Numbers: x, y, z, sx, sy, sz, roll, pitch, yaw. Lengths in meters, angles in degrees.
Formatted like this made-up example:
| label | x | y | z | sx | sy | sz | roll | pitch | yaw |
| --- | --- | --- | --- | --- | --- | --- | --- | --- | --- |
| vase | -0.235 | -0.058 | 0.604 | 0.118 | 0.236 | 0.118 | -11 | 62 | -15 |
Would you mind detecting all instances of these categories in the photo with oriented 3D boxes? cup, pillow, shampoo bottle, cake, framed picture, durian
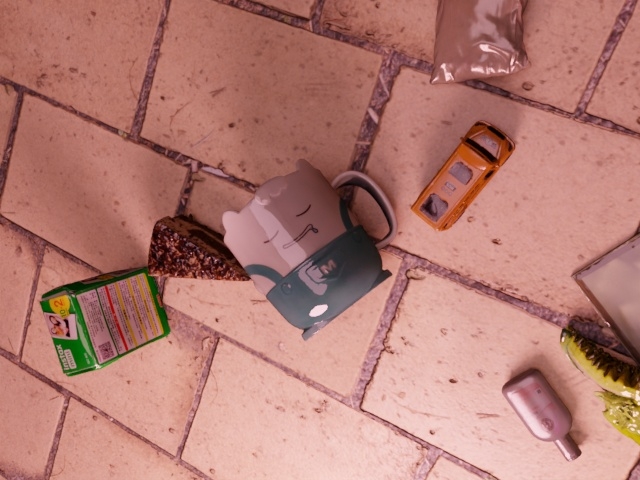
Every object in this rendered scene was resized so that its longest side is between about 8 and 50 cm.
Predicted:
| label | x | y | z | sx | sy | sz | roll | pitch | yaw |
| --- | --- | --- | --- | --- | --- | --- | --- | --- | --- |
| cup | 0.000 | 0.000 | 1.128 | 0.290 | 0.219 | 0.257 | -36 | 84 | -10 |
| pillow | 0.274 | -0.392 | 1.021 | 0.173 | 0.067 | 0.270 | 8 | 101 | 26 |
| shampoo bottle | 0.396 | 0.310 | 1.095 | 0.080 | 0.040 | 0.165 | -37 | 83 | 21 |
| cake | -0.232 | 0.058 | 1.273 | 0.246 | 0.112 | 0.135 | 30 | 111 | 11 |
| framed picture | 0.552 | 0.104 | 1.017 | 0.173 | 0.010 | 0.231 | -37 | 84 | 22 |
| durian | 0.538 | 0.273 | 0.993 | 0.375 | 0.107 | 0.132 | 38 | 127 | 18 |

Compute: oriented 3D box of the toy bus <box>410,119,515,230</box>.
| label | x | y | z | sx | sy | sz | roll | pitch | yaw |
| --- | --- | --- | --- | --- | --- | --- | --- | --- | --- |
| toy bus | 0.242 | -0.109 | 1.065 | 0.083 | 0.088 | 0.194 | 40 | 111 | 13 |

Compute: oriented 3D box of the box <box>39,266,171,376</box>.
| label | x | y | z | sx | sy | sz | roll | pitch | yaw |
| --- | --- | --- | --- | --- | --- | --- | --- | --- | --- |
| box | -0.439 | 0.158 | 1.293 | 0.103 | 0.250 | 0.180 | -16 | 93 | 29 |
